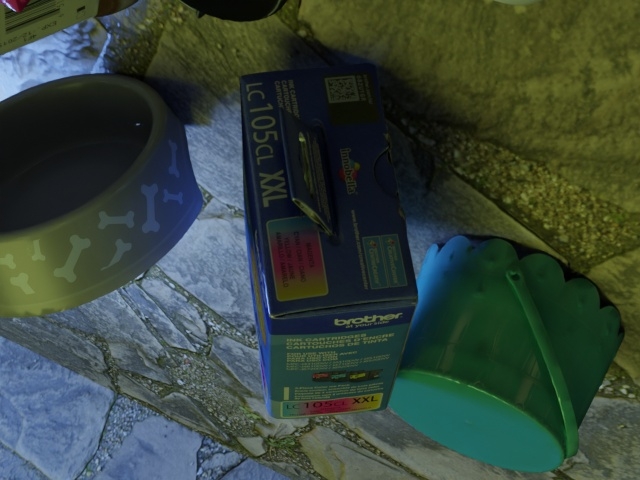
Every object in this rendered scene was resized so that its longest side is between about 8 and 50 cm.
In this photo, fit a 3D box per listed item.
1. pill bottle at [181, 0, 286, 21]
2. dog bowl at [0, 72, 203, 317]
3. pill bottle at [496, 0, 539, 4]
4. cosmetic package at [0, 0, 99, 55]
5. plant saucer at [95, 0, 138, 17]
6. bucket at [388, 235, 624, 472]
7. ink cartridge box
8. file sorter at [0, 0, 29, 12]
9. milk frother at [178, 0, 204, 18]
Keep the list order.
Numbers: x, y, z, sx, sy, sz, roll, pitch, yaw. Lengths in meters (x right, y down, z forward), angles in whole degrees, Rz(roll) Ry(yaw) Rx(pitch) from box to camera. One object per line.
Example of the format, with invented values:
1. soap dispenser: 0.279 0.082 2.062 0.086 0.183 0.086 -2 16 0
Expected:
1. pill bottle: -0.032 -0.268 0.812 0.123 0.219 0.123 22 155 11
2. dog bowl: -0.310 -0.069 1.379 0.349 0.349 0.102 11 139 32
3. pill bottle: 0.197 -0.246 0.681 0.169 0.169 0.301 36 154 -19
4. cosmetic package: -0.304 -0.312 0.956 0.296 0.129 0.153 57 158 13
5. plant saucer: -0.272 -0.275 1.201 0.199 0.036 0.198 12 166 3
6. bucket: 0.214 0.146 1.426 0.281 0.183 0.281 23 156 11
7. ink cartridge box: 0.000 0.000 1.231 0.151 0.270 0.395 -6 155 -7
8. file sorter: -0.206 -0.346 0.759 0.182 0.290 0.202 26 156 10
9. milk frother: -0.119 -0.286 0.980 0.135 0.129 0.143 33 162 -3
